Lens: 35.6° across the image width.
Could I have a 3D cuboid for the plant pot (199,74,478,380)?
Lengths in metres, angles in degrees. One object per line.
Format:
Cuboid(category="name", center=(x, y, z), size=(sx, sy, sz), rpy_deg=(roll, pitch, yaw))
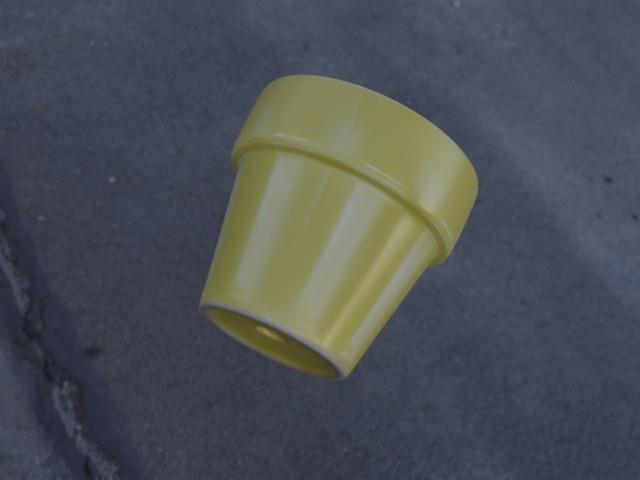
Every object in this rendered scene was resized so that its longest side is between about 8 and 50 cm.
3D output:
Cuboid(category="plant pot", center=(0.000, 0.000, 1.015), size=(0.254, 0.254, 0.239), rpy_deg=(27, 72, 1))
